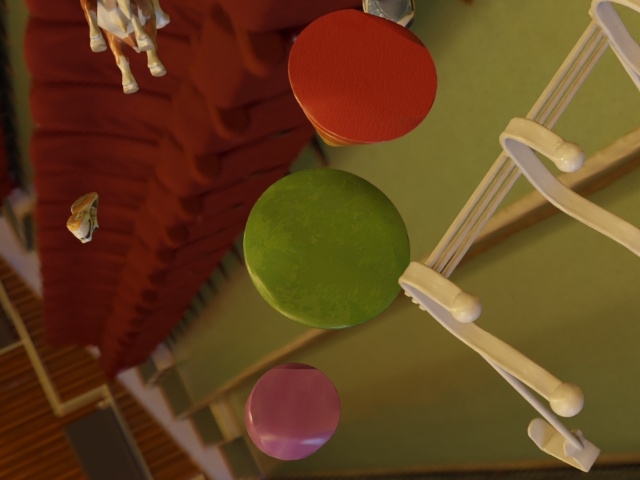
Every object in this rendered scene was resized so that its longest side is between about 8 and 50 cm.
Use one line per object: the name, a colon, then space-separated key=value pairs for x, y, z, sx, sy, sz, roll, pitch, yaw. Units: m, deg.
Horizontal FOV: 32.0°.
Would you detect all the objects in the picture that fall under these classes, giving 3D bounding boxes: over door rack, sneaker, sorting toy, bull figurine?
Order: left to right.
sneaker: x=-0.298 y=-0.028 z=1.420 sx=0.037 sy=0.032 sz=0.083 roll=59 pitch=-156 yaw=-30
bull figurine: x=-0.291 y=-0.337 z=1.658 sx=0.310 sy=0.101 sz=0.188 roll=47 pitch=-155 yaw=-77
sorting toy: x=0.000 y=0.000 z=0.897 sx=0.126 sy=0.127 sz=0.365 roll=120 pitch=163 yaw=-68
sneaker: x=0.089 y=-0.393 z=1.672 sx=0.081 sy=0.080 sz=0.211 roll=56 pitch=-161 yaw=-54
over door rack: x=0.205 y=0.015 z=0.765 sx=0.108 sy=0.239 sz=0.324 roll=30 pitch=170 yaw=38
